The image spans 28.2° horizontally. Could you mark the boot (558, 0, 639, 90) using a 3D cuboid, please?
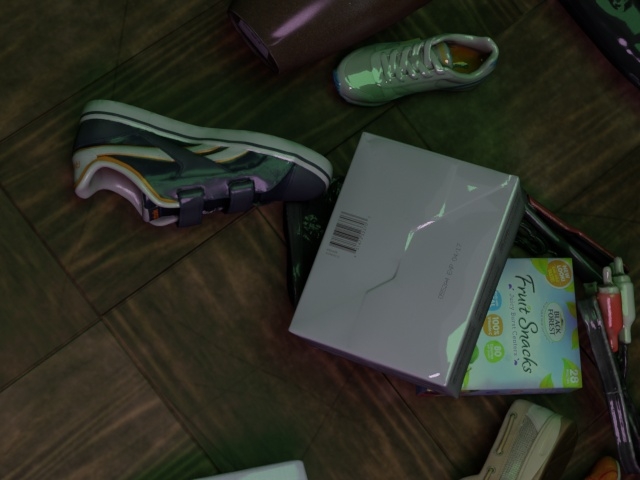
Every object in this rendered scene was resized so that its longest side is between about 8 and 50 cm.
[{"bbox_3d":[0.542,-0.365,1.853,0.367,0.146,0.445,-36,84,-23],"label":"boot"}]

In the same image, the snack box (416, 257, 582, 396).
[{"bbox_3d":[0.227,0.112,1.659,0.207,0.070,0.174,-1,77,-9],"label":"snack box"}]

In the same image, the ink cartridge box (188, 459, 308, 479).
[{"bbox_3d":[-0.176,0.439,1.463,0.385,0.091,0.308,-8,79,-19],"label":"ink cartridge box"}]

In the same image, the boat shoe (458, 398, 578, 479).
[{"bbox_3d":[0.213,0.338,1.604,0.098,0.109,0.302,23,71,29],"label":"boat shoe"}]

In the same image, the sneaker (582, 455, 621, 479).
[{"bbox_3d":[0.336,0.334,1.635,0.067,0.064,0.175,35,47,6],"label":"sneaker"}]

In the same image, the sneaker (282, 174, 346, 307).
[{"bbox_3d":[0.000,0.001,1.642,0.089,0.051,0.170,-2,74,-12],"label":"sneaker"}]

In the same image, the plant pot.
[{"bbox_3d":[-0.001,-0.330,1.658,0.230,0.215,0.215,-40,90,-7],"label":"plant pot"}]

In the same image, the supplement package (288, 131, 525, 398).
[{"bbox_3d":[0.110,0.032,1.560,0.204,0.145,0.261,18,81,16],"label":"supplement package"}]

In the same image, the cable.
[{"bbox_3d":[0.394,0.167,1.657,0.072,0.139,0.287,-15,88,21],"label":"cable"}]

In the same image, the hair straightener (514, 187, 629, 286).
[{"bbox_3d":[0.311,0.005,1.731,0.230,0.047,0.089,39,71,-10],"label":"hair straightener"}]

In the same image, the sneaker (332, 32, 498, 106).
[{"bbox_3d":[0.128,-0.239,1.717,0.229,0.092,0.087,-11,82,-17],"label":"sneaker"}]

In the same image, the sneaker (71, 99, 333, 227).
[{"bbox_3d":[-0.150,-0.073,1.581,0.321,0.126,0.127,12,69,-2],"label":"sneaker"}]
